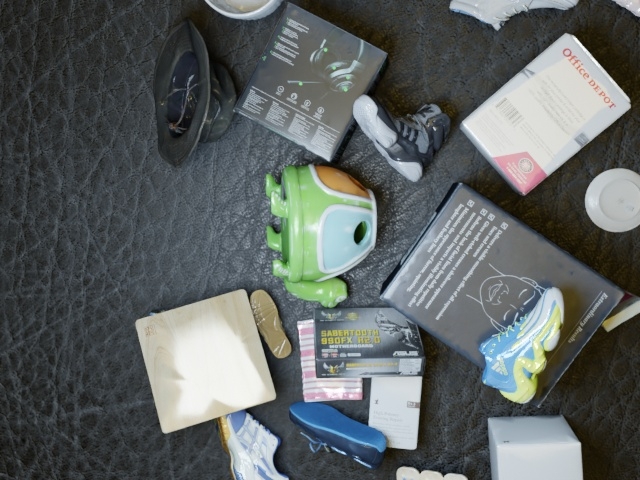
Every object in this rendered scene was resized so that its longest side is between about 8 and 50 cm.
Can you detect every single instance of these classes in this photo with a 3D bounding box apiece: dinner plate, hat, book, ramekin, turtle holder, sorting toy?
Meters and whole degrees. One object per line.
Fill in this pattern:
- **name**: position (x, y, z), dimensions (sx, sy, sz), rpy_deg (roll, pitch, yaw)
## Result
- **dinner plate**: position (0.658, -0.088, 1.517), dimensions (0.141, 0.017, 0.141), rpy_deg (1, 96, 6)
- **hat**: position (-0.263, -0.321, 1.537), dimensions (0.134, 0.331, 0.331), rpy_deg (1, 97, -32)
- **book**: position (0.629, 0.144, 1.475), dimensions (0.096, 0.144, 0.035), rpy_deg (-33, 90, 9)
- **ramekin**: position (-0.164, -0.590, 1.528), dimensions (0.207, 0.109, 0.207), rpy_deg (1, 96, 9)
- **turtle holder**: position (0.002, -0.006, 1.497), dimensions (0.228, 0.243, 0.320), rpy_deg (-3, 89, -8)
- **sorting toy**: position (-0.257, 0.272, 1.564), dimensions (0.256, 0.089, 0.257), rpy_deg (-16, 78, -6)

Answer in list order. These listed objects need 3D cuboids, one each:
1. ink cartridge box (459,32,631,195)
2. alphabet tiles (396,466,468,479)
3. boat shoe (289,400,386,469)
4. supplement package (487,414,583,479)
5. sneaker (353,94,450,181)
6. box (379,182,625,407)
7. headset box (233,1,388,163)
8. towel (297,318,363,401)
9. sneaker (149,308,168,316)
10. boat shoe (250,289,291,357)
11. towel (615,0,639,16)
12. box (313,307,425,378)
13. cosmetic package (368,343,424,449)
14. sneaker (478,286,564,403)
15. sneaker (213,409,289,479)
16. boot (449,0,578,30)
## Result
- **ink cartridge box**: position (0.473, -0.264, 1.473), dimensions (0.283, 0.117, 0.207), rpy_deg (-41, 89, 9)
- **alphabet tiles**: position (0.263, 0.662, 1.585), dimensions (0.284, 0.021, 0.277), rpy_deg (-2, 94, 26)
- **boat shoe**: position (0.026, 0.448, 1.565), dimensions (0.258, 0.109, 0.088), rpy_deg (19, 116, 41)
- **supplement package**: position (0.473, 0.554, 1.514), dimensions (0.176, 0.177, 0.292), rpy_deg (-4, 95, 8)
- **sneaker**: position (0.181, -0.253, 1.472), dimensions (0.153, 0.268, 0.101), rpy_deg (-46, 45, 0)
- **box**: position (0.371, 0.102, 1.471), dimensions (0.396, 0.212, 0.293), rpy_deg (35, 98, 4)
- **headset box**: position (-0.012, -0.349, 1.520), dimensions (0.246, 0.131, 0.283), rpy_deg (28, 98, 4)
- **towel**: position (0.023, 0.282, 1.622), dimensions (0.144, 0.029, 0.196), rpy_deg (-4, 94, 7)
- **sneaker**: position (-0.362, 0.237, 1.651), dimensions (0.073, 0.063, 0.162), rpy_deg (-38, 89, 12)
- **boat shoe**: position (-0.123, 0.195, 1.618), dimensions (0.063, 0.059, 0.170), rpy_deg (-22, 95, -13)
- **towel**: position (0.642, -0.687, 1.448), dimensions (0.332, 0.053, 0.317), rpy_deg (34, 97, 3)
- **box**: position (0.100, 0.221, 1.511), dimensions (0.231, 0.183, 0.056), rpy_deg (0, 121, -2)
- **cosmetic package**: position (0.173, 0.351, 1.582), dimensions (0.118, 0.085, 0.230), rpy_deg (3, 96, 7)
- **sneaker**: position (0.380, 0.192, 1.326), dimensions (0.126, 0.091, 0.240), rpy_deg (17, 98, 6)
- **sneaker**: position (-0.169, 0.468, 1.640), dimensions (0.131, 0.112, 0.296), rpy_deg (-17, 85, -19)
- **boot**: position (0.411, -0.509, 1.482), dimensions (0.258, 0.095, 0.123), rpy_deg (22, 103, 13)
